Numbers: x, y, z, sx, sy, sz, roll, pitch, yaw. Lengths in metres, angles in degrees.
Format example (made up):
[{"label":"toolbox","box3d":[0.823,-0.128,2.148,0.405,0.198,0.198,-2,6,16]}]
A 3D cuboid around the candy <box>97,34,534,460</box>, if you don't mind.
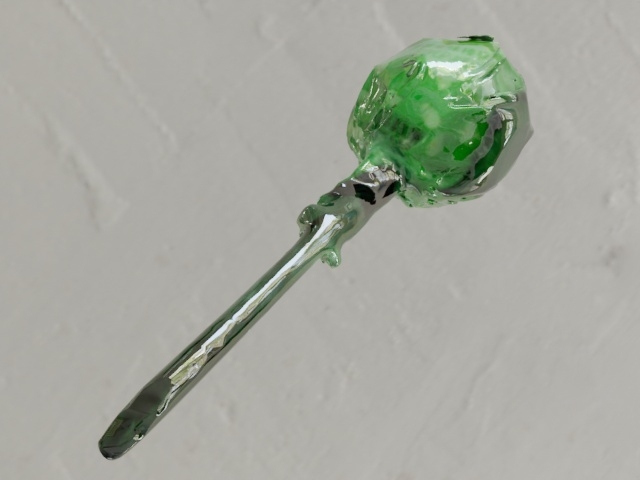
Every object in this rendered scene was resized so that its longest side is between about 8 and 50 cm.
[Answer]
[{"label":"candy","box3d":[-0.002,-0.001,0.805,0.097,0.323,0.097,27,-40,25]}]
